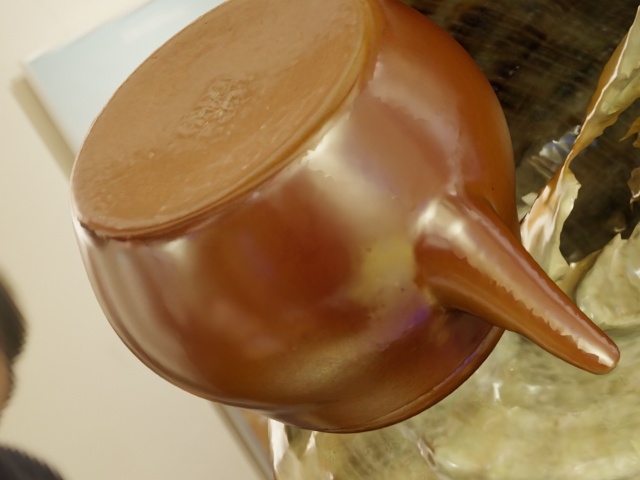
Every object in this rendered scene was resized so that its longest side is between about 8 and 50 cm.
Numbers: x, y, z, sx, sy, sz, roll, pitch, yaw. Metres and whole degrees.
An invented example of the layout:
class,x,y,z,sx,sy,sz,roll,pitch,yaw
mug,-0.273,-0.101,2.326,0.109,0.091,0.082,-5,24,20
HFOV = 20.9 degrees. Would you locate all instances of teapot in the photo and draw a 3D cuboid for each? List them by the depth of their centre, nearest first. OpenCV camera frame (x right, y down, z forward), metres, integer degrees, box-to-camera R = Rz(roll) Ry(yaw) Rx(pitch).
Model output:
class,x,y,z,sx,sy,sz,roll,pitch,yaw
teapot,0.000,0.000,0.440,0.116,0.116,0.173,-35,29,-31

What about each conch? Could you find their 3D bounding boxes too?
class,x,y,z,sx,sy,sz,roll,pitch,yaw
conch,0.078,0.004,0.544,0.159,0.210,0.291,1,-39,-34
